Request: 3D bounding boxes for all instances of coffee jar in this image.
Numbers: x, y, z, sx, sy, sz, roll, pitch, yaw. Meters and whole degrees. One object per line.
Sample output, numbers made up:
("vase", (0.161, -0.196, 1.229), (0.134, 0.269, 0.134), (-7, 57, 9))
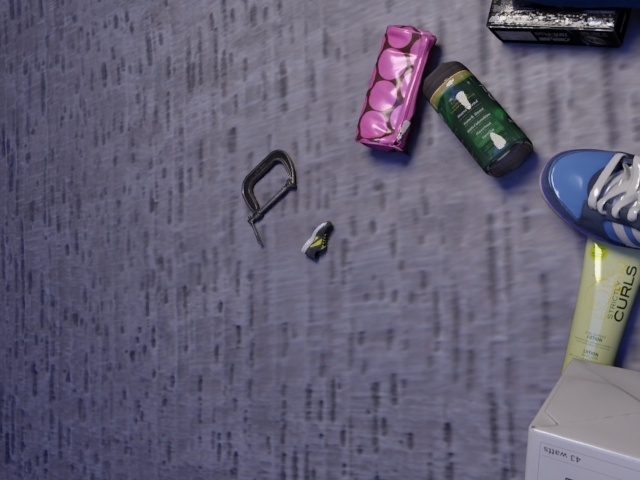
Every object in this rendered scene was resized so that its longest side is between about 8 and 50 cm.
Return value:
("coffee jar", (0.237, -0.189, 0.911), (0.079, 0.096, 0.184), (-42, 67, 22))

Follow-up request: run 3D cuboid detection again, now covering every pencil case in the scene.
("pencil case", (0.129, -0.252, 0.991), (0.098, 0.095, 0.209), (-146, 67, -67))

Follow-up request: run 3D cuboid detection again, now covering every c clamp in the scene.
("c clamp", (-0.100, -0.095, 1.182), (0.160, 0.022, 0.137), (-46, 60, 25))

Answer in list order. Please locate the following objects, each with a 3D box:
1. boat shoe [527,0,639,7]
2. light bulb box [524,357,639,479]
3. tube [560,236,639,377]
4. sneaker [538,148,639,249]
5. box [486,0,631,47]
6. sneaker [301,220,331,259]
("boat shoe", (0.345, -0.355, 0.764), (0.259, 0.109, 0.088), (15, 89, 16))
("light bulb box", (0.420, 0.369, 0.653), (0.358, 0.225, 0.360), (9, 106, 34))
("tube", (0.390, 0.086, 0.823), (0.062, 0.070, 0.240), (-159, 83, -75))
("sneaker", (0.410, -0.054, 0.691), (0.323, 0.236, 0.130), (33, 89, 26))
("box", (0.350, -0.364, 0.854), (0.180, 0.078, 0.147), (15, 97, 33))
("sneaker", (0.000, 0.000, 1.106), (0.035, 0.031, 0.083), (43, 116, 13))
